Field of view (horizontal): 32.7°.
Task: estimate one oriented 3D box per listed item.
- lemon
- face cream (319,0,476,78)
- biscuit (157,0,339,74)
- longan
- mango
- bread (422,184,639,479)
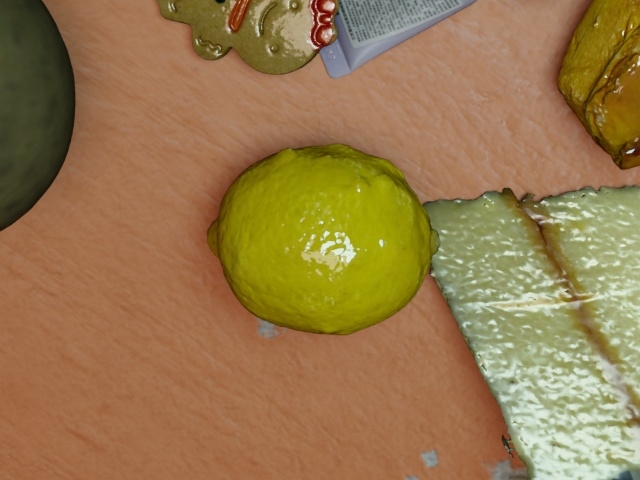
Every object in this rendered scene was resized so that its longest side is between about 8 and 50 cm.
[{"bbox_3d":[0.000,0.000,1.320,0.288,0.233,0.233,5,107,11],"label":"lemon"},{"bbox_3d":[0.104,-0.307,1.301,0.274,0.096,0.154,-17,108,22],"label":"face cream"},{"bbox_3d":[-0.088,-0.282,1.321,0.225,0.036,0.166,31,106,3],"label":"biscuit"},{"bbox_3d":[-0.458,-0.170,1.261,0.361,0.361,0.361,1,107,3],"label":"longan"},{"bbox_3d":[0.420,-0.250,1.241,0.201,0.199,0.350,43,98,9],"label":"mango"},{"bbox_3d":[0.345,0.112,1.340,0.346,0.242,0.405,-22,107,7],"label":"bread"}]
